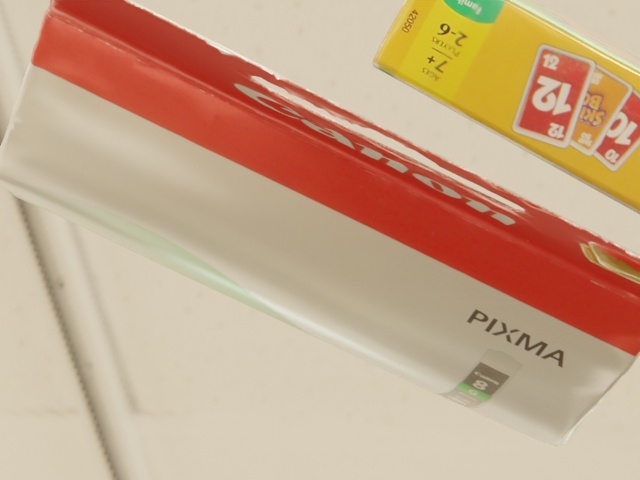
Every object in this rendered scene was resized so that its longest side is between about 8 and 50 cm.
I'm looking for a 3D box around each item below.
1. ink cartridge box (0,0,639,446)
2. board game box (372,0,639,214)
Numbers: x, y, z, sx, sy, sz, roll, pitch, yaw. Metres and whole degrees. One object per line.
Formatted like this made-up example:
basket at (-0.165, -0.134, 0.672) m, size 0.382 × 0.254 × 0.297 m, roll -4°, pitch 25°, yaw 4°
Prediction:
ink cartridge box at (0.000, 0.000, 0.530) m, size 0.181 × 0.056 × 0.225 m, roll 26°, pitch -1°, yaw -3°
board game box at (0.118, -0.006, 0.485) m, size 0.259 × 0.124 × 0.039 m, roll 32°, pitch -80°, yaw 3°
